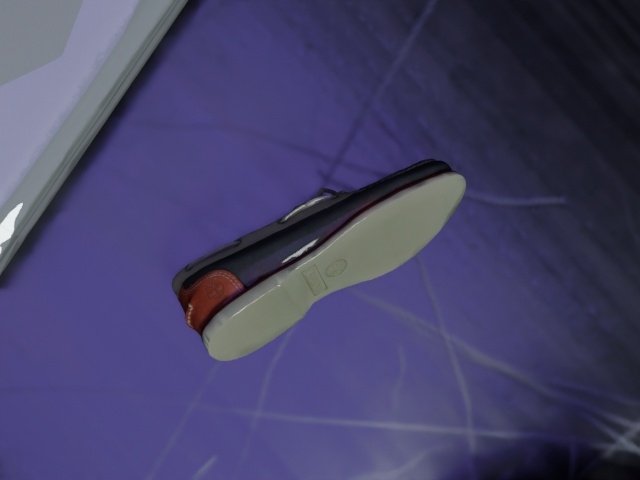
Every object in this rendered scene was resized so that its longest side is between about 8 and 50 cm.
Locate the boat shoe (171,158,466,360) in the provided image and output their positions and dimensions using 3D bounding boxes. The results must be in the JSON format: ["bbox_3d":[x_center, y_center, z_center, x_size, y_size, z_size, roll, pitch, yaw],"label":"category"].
[{"bbox_3d":[0.000,0.000,0.400,0.137,0.049,0.043,-32,53,-8],"label":"boat shoe"}]

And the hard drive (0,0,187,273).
[{"bbox_3d":[-0.143,-0.162,0.391,0.203,0.040,0.308,33,84,-5],"label":"hard drive"}]
